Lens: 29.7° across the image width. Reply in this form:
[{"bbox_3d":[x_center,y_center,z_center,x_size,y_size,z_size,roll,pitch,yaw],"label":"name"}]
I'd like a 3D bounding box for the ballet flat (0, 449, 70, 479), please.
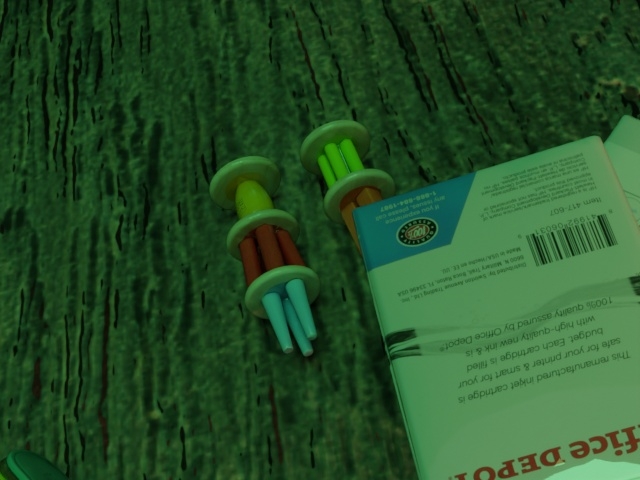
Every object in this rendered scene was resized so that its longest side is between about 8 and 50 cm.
[{"bbox_3d":[-0.129,0.212,0.701,0.231,0.077,0.077,32,91,33],"label":"ballet flat"}]

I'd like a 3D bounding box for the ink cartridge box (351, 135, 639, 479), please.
[{"bbox_3d":[0.113,0.061,0.650,0.148,0.086,0.203,-16,55,5],"label":"ink cartridge box"}]

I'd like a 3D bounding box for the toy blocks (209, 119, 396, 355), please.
[{"bbox_3d":[0.000,0.000,0.812,0.123,0.054,0.148,-22,54,0],"label":"toy blocks"}]

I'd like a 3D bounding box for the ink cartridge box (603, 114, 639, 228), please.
[{"bbox_3d":[0.231,0.073,0.700,0.275,0.060,0.239,28,67,30],"label":"ink cartridge box"}]
